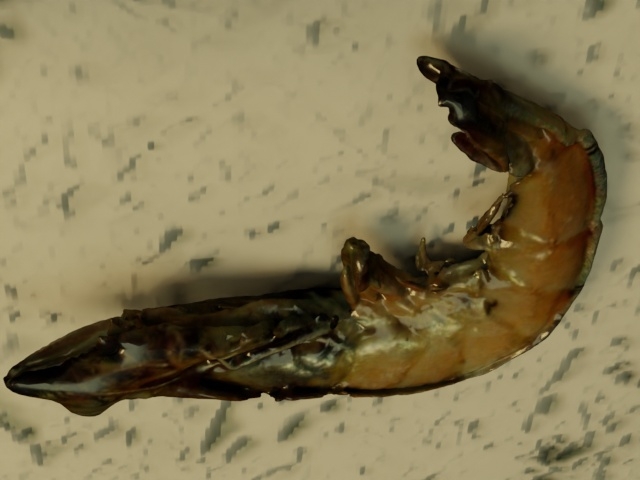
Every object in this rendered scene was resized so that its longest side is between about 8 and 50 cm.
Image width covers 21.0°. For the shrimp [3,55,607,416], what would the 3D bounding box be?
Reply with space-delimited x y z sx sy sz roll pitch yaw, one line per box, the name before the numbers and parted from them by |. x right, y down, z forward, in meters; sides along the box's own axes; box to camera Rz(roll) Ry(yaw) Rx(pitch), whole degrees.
shrimp | 0.001 0.003 0.537 0.195 0.035 0.148 -5 143 -18
